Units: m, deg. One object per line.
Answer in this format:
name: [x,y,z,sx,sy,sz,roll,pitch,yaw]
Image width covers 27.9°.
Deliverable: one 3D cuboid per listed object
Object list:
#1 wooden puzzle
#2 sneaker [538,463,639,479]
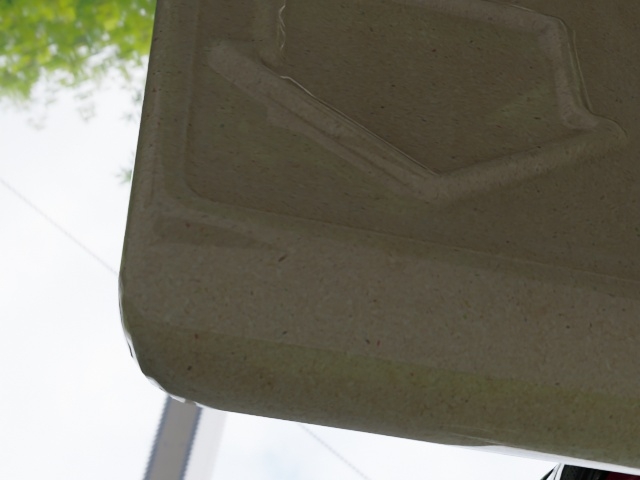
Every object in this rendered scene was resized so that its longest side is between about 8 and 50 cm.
wooden puzzle: [0.097,-0.066,0.488,0.322,0.080,0.348,10,-128,-11]
sneaker: [0.284,0.065,0.728,0.185,0.202,0.483,35,-102,7]
